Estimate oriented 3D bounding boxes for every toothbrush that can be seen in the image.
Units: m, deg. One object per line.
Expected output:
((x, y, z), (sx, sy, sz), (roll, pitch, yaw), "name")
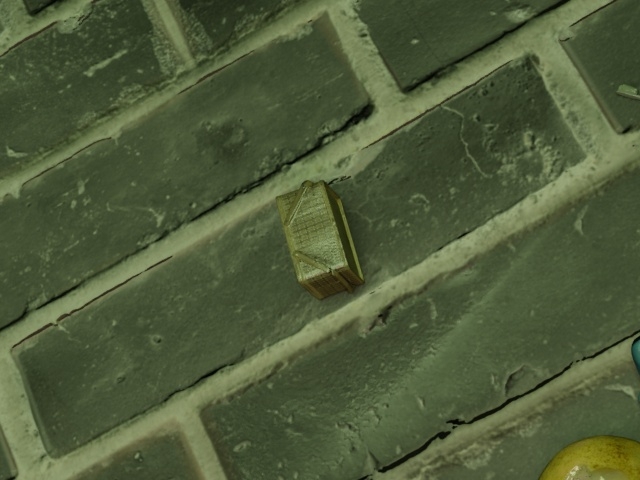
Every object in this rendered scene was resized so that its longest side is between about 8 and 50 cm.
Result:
((0.530, -0.198, 2.046), (0.194, 0.014, 0.017), (19, 79, 22), "toothbrush")

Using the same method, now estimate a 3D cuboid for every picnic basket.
((0.000, 0.000, 2.095), (0.079, 0.115, 0.164), (-19, 69, 10), "picnic basket")

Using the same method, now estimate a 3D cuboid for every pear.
((0.372, 0.343, 1.841), (0.178, 0.178, 0.178), (-5, 72, 16), "pear")

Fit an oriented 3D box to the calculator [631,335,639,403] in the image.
((0.564, 0.147, 1.906), (0.293, 0.051, 0.173), (-31, 68, 6), "calculator")
